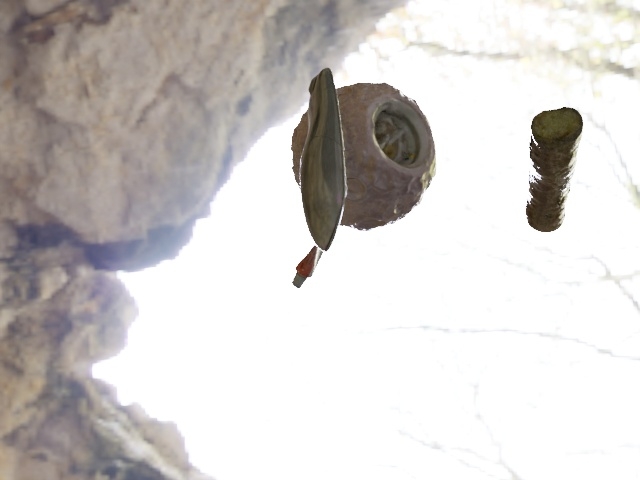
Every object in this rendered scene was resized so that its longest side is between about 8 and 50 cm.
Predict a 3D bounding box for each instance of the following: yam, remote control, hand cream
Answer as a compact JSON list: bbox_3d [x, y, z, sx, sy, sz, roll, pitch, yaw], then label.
[{"bbox_3d":[0.301,-0.087,1.664,0.299,0.066,0.066,71,-155,-68],"label":"yam"},{"bbox_3d":[-0.002,-0.087,1.368,0.073,0.044,0.229,110,160,-51],"label":"remote control"},{"bbox_3d":[0.001,0.001,2.408,0.216,0.038,0.052,-61,2,22],"label":"hand cream"}]

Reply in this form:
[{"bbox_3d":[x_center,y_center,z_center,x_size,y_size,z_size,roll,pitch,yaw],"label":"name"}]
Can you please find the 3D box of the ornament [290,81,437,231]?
[{"bbox_3d":[0.070,-0.141,2.211,0.259,0.225,0.259,16,-118,-34],"label":"ornament"}]
